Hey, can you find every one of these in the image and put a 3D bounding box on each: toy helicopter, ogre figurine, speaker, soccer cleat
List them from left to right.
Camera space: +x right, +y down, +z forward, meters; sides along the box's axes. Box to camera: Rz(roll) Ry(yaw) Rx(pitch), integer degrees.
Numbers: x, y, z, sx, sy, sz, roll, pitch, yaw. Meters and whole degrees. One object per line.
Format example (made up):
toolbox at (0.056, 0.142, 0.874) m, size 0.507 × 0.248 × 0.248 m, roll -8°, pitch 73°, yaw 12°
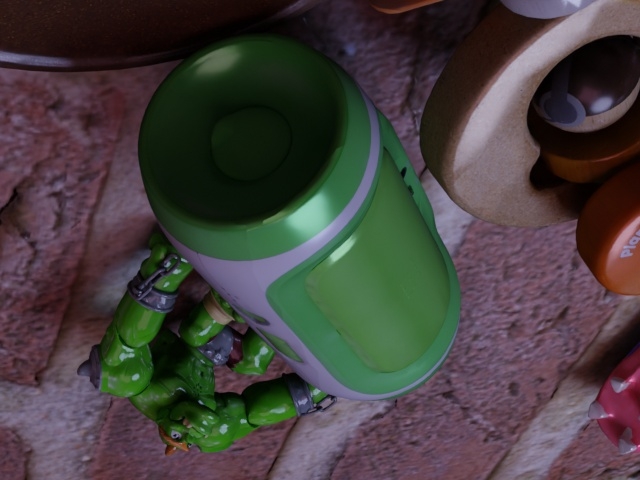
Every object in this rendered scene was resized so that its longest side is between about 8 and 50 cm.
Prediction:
ogre figurine at (-0.076, 0.083, 0.979) m, size 0.118 × 0.097 × 0.197 m, roll -42°, pitch 150°, yaw 11°
speaker at (0.000, 0.000, 0.819) m, size 0.131 × 0.131 × 0.296 m, roll -17°, pitch 155°, yaw 9°
toy helicopter at (0.183, -0.147, 0.723) m, size 0.235 × 0.140 × 0.355 m, roll 23°, pitch 118°, yaw -40°
soccer cleat at (0.292, 0.069, 1.065) m, size 0.095 × 0.083 × 0.248 m, roll -17°, pitch 149°, yaw -43°

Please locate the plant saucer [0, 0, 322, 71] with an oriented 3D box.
plant saucer at (-0.086, -0.149, 0.630) m, size 0.311 × 0.050 × 0.310 m, roll -12°, pitch 162°, yaw -4°
